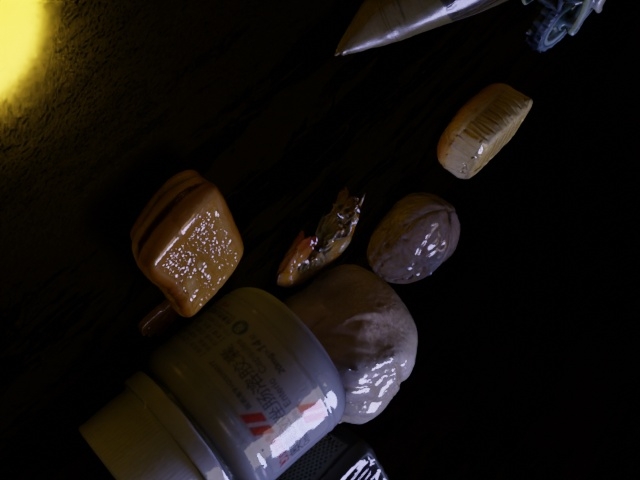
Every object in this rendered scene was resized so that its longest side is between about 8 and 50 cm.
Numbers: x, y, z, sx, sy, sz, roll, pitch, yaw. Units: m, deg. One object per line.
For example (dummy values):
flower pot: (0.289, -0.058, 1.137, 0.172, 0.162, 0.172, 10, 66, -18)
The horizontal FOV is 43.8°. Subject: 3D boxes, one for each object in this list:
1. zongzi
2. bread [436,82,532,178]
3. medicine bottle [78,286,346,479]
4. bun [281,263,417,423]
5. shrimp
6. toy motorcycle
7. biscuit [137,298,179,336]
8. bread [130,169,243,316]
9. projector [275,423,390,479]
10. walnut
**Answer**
zongzi: (0.171, -0.328, 0.957, 0.317, 0.154, 0.289, -36, 175, 22)
bread: (0.331, -0.232, 1.632, 0.236, 0.106, 0.140, -41, 160, -35)
medicine bottle: (-0.145, 0.238, 1.090, 0.306, 0.245, 0.245, -38, 161, -20)
bun: (0.029, 0.187, 1.387, 0.205, 0.281, 0.281, -21, 148, -45)
shrimp: (0.000, 0.000, 1.307, 0.150, 0.068, 0.249, -31, 161, -44)
toy motorcycle: (0.423, -0.461, 1.254, 0.237, 0.168, 0.410, -52, 165, -4)
biscuit: (-0.207, 0.098, 1.025, 0.082, 0.016, 0.092, -53, 164, 25)
bread: (-0.146, 0.004, 0.867, 0.116, 0.077, 0.200, -46, 162, -13)
projector: (-0.043, 0.469, 1.362, 0.242, 0.405, 0.395, -41, 122, -28)
walnut: (0.192, 0.001, 1.679, 0.230, 0.178, 0.178, -46, 169, 28)
